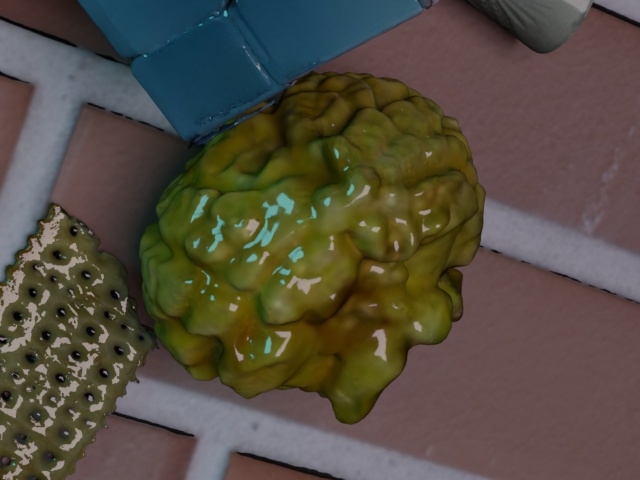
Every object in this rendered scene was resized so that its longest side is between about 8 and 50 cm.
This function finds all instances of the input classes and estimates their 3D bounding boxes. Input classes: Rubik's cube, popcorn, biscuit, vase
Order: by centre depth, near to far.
[{"bbox_3d":[-0.048,-0.245,1.356,0.231,0.221,0.224,-27,113,24],"label":"Rubik's cube"},{"bbox_3d":[0.000,0.000,1.460,0.270,0.224,0.258,2,112,-34],"label":"popcorn"},{"bbox_3d":[-0.206,0.093,1.484,0.144,0.016,0.203,37,81,-24],"label":"biscuit"},{"bbox_3d":[0.109,-0.236,1.552,0.219,0.096,0.096,24,86,-23],"label":"vase"}]
